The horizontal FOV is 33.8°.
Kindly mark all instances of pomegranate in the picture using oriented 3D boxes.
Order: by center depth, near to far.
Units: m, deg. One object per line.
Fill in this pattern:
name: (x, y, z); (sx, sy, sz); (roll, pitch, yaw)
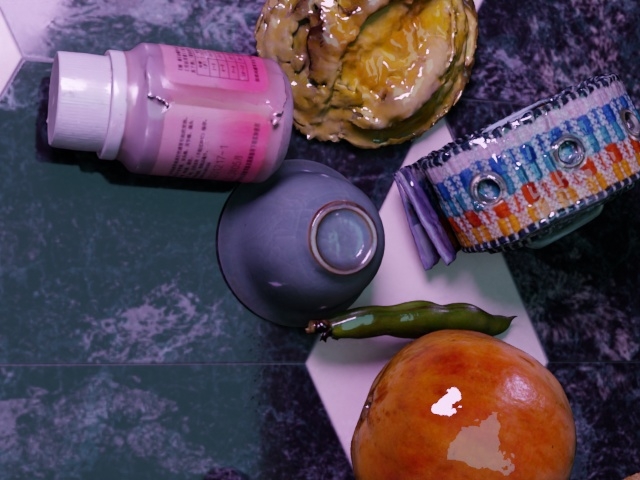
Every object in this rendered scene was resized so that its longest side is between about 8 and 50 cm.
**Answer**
pomegranate: (0.171, 0.237, 1.179); (0.270, 0.229, 0.252); (29, 85, -4)

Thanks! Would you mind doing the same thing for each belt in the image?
belt: (0.257, -0.075, 1.248); (0.295, 0.207, 0.160); (-27, 95, -22)

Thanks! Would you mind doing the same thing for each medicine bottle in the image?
medicine bottle: (-0.162, -0.139, 1.129); (0.247, 0.147, 0.147); (4, 86, -20)

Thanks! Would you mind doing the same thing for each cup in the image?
cup: (0.000, 0.000, 1.179); (0.199, 0.150, 0.199); (1, 87, -21)

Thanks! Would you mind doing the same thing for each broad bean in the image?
broad bean: (0.122, 0.096, 1.247); (0.298, 0.060, 0.043); (4, 51, -32)

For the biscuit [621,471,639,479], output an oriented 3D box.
biscuit: (0.410, 0.374, 1.379); (0.247, 0.029, 0.118); (-22, 95, -20)

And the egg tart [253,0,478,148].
egg tart: (0.065, -0.247, 1.233); (0.297, 0.132, 0.297); (-1, 94, -18)
